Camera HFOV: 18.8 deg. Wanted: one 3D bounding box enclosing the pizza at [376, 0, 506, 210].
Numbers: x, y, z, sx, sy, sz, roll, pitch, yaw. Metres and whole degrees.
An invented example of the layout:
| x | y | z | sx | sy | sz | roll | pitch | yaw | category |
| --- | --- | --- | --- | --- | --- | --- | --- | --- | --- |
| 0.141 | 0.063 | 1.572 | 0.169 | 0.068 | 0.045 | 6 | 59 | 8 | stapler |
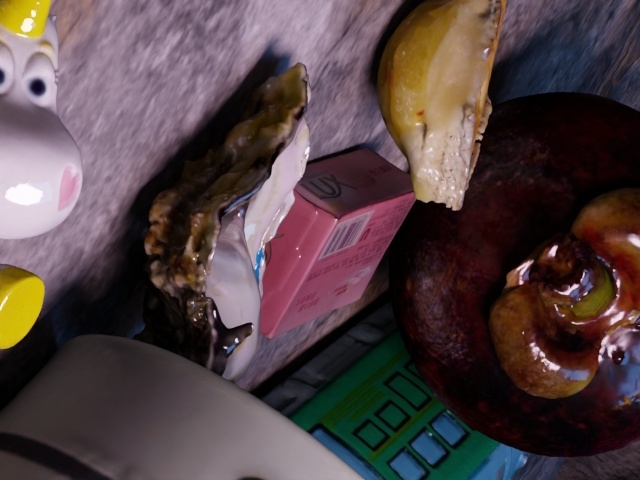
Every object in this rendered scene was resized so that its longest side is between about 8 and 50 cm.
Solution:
| x | y | z | sx | sy | sz | roll | pitch | yaw | category |
| --- | --- | --- | --- | --- | --- | --- | --- | --- | --- |
| 0.086 | -0.142 | 1.330 | 0.188 | 0.080 | 0.204 | -72 | 172 | -51 | pizza |

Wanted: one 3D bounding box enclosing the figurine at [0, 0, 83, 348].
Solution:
| x | y | z | sx | sy | sz | roll | pitch | yaw | category |
| --- | --- | --- | --- | --- | --- | --- | --- | --- | --- |
| -0.150 | -0.038 | 0.804 | 0.178 | 0.109 | 0.130 | -59 | -151 | 35 | figurine |

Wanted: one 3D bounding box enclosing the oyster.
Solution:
| x | y | z | sx | sy | sz | roll | pitch | yaw | category |
| --- | --- | --- | --- | --- | --- | --- | --- | --- | --- |
| -0.061 | 0.005 | 1.177 | 0.214 | 0.083 | 0.223 | 109 | 3 | -66 | oyster |

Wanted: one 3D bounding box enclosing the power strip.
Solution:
| x | y | z | sx | sy | sz | roll | pitch | yaw | category |
| --- | --- | --- | --- | --- | --- | --- | --- | --- | --- |
| -0.070 | 0.217 | 1.099 | 0.161 | 0.357 | 0.357 | -49 | 163 | -24 | power strip |

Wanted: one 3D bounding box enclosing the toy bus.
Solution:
| x | y | z | sx | sy | sz | roll | pitch | yaw | category |
| --- | --- | --- | --- | --- | --- | --- | --- | --- | --- |
| 0.042 | 0.197 | 1.649 | 0.343 | 0.199 | 0.183 | -36 | 154 | -53 | toy bus |

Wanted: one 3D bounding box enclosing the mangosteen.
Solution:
| x | y | z | sx | sy | sz | roll | pitch | yaw | category |
| --- | --- | --- | --- | --- | --- | --- | --- | --- | --- |
| 0.205 | 0.025 | 1.565 | 0.297 | 0.297 | 0.293 | -45 | -168 | -33 | mangosteen |

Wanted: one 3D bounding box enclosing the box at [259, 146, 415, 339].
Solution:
| x | y | z | sx | sy | sz | roll | pitch | yaw | category |
| --- | --- | --- | --- | --- | --- | --- | --- | --- | --- |
| 0.000 | 0.000 | 1.376 | 0.156 | 0.060 | 0.111 | -17 | 139 | -61 | box |
